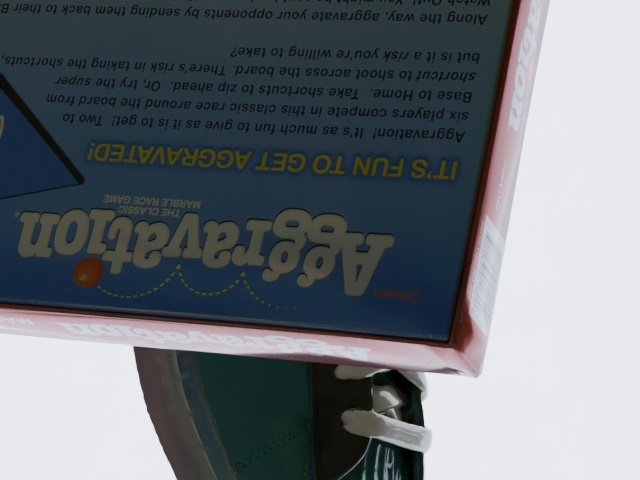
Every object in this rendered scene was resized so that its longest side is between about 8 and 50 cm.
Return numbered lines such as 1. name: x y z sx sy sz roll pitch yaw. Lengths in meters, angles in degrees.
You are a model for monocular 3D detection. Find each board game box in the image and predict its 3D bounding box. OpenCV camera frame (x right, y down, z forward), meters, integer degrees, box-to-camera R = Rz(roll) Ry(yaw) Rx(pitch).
1. board game box: -0.082 -0.047 0.519 0.281 0.027 0.145 4 -111 23

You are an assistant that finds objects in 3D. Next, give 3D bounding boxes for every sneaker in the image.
1. sneaker: 0.000 0.000 0.745 0.121 0.108 0.302 -26 -115 24
